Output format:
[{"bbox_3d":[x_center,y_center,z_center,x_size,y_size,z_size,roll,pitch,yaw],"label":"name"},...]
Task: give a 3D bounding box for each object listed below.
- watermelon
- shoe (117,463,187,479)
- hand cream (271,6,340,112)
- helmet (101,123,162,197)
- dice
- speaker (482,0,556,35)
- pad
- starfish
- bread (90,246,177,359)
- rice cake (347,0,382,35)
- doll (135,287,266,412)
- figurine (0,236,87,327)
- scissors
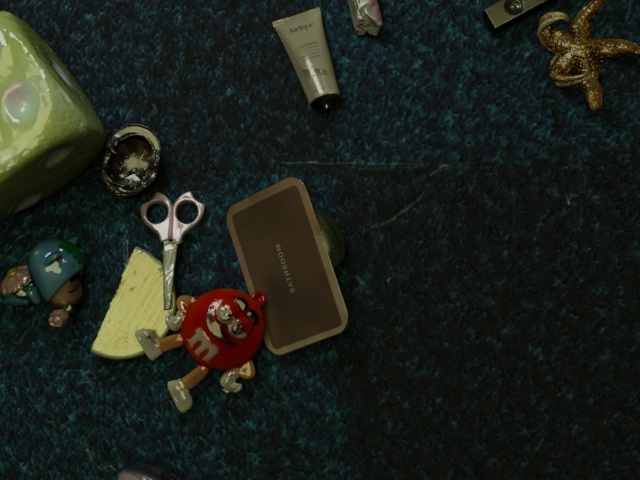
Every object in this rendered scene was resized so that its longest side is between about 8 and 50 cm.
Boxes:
[{"bbox_3d":[0.000,0.000,1.648,0.078,0.078,0.111,-22,80,3],"label":"watermelon"},{"bbox_3d":[-0.234,0.464,1.612,0.245,0.095,0.138,33,85,2],"label":"shoe"},{"bbox_3d":[-0.014,-0.302,1.698,0.087,0.054,0.186,-18,76,-1],"label":"hand cream"},{"bbox_3d":[-0.315,-0.128,1.696,0.098,0.070,0.123,17,78,1],"label":"helmet"},{"bbox_3d":[-0.516,-0.197,1.631,0.249,0.254,0.252,-35,83,1],"label":"dice"},{"bbox_3d":[0.362,-0.408,1.670,0.191,0.046,0.040,-29,83,1],"label":"speaker"},{"bbox_3d":[-0.058,0.044,1.642,0.176,0.002,0.266,-24,80,33],"label":"pad"},{"bbox_3d":[0.441,-0.303,1.636,0.146,0.074,0.190,-16,82,5],"label":"starfish"},{"bbox_3d":[-0.297,0.119,1.686,0.112,0.036,0.193,22,85,1],"label":"bread"},{"bbox_3d":[0.057,-0.476,1.705,0.049,0.055,0.270,-12,81,0],"label":"rice cake"},{"bbox_3d":[-0.173,0.164,1.642,0.217,0.085,0.183,-31,91,1],"label":"doll"},{"bbox_3d":[-0.457,0.082,1.677,0.178,0.114,0.145,-29,89,14],"label":"figurine"},{"bbox_3d":[-0.250,0.016,1.677,0.110,0.021,0.212,-2,70,3],"label":"scissors"}]
